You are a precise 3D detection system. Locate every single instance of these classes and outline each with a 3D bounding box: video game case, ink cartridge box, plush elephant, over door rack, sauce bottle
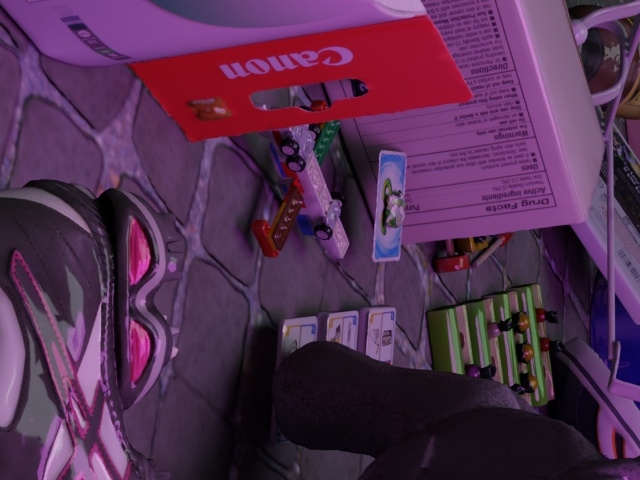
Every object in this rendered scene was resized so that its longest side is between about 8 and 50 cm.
[{"bbox_3d":[0.301,-0.023,1.548,0.190,0.022,0.173,57,37,5],"label":"video game case"},{"bbox_3d":[-0.044,-0.105,0.767,0.224,0.181,0.056,54,37,-48],"label":"ink cartridge box"},{"bbox_3d":[0.101,0.218,0.834,0.272,0.330,0.255,-64,144,-55],"label":"plush elephant"},{"bbox_3d":[0.234,-0.062,1.258,0.239,0.108,0.324,94,-9,-55],"label":"over door rack"},{"bbox_3d":[0.283,-0.180,1.572,0.344,0.111,0.111,-7,89,-63],"label":"sauce bottle"}]

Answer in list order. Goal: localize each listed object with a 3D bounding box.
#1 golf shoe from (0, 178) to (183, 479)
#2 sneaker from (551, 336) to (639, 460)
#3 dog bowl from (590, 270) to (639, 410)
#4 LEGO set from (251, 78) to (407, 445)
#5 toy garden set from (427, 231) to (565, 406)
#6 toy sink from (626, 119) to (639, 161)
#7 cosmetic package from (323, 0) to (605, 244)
[{"bbox_3d":[-0.122,0.111,0.671,0.120,0.105,0.272,-6,89,-43],"label":"golf shoe"},{"bbox_3d":[0.265,0.226,1.384,0.126,0.127,0.321,49,8,-45],"label":"sneaker"},{"bbox_3d":[0.382,0.142,1.698,0.265,0.104,0.264,28,58,-60],"label":"dog bowl"},{"bbox_3d":[0.000,0.000,1.012,0.182,0.060,0.244,-2,97,-65],"label":"LEGO set"},{"bbox_3d":[0.155,0.051,1.303,0.244,0.049,0.203,-9,92,-65],"label":"toy garden set"},{"bbox_3d":[0.477,-0.089,1.937,0.234,0.131,0.152,3,80,-60],"label":"toy sink"},{"bbox_3d":[0.081,-0.158,1.075,0.113,0.160,0.309,-63,140,-51],"label":"cosmetic package"}]
